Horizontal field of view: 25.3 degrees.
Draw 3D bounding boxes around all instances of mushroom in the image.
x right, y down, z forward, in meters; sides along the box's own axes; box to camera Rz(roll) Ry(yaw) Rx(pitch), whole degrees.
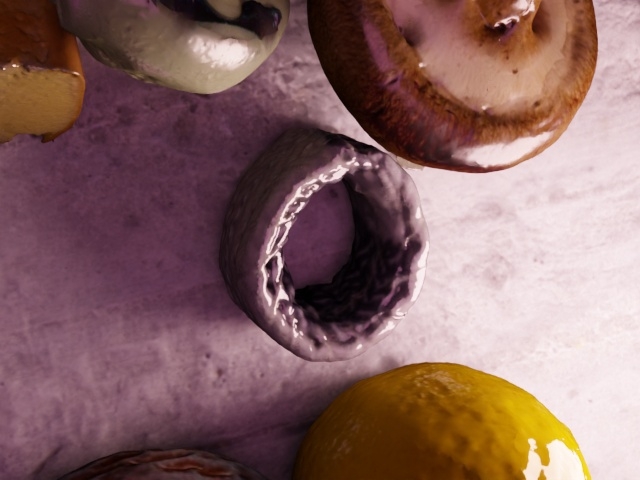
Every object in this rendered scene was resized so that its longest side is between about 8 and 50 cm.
[{"bbox_3d":[0.148,-0.234,1.560,0.345,0.239,0.345,0,86,2],"label":"mushroom"}]

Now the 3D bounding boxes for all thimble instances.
[{"bbox_3d":[0.000,0.000,1.592,0.217,0.157,0.245,8,99,-22],"label":"thimble"}]

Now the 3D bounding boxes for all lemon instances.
[{"bbox_3d":[0.146,0.308,1.604,0.364,0.364,0.364,-4,102,-18],"label":"lemon"}]

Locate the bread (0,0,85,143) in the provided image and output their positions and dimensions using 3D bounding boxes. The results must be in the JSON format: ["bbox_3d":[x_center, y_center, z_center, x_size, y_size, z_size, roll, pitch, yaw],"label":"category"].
[{"bbox_3d":[-0.325,-0.186,1.500,0.140,0.169,0.160,-1,142,-18],"label":"bread"}]

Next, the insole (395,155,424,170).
[{"bbox_3d":[0.131,-0.175,1.674,0.063,0.010,0.192,15,95,-21],"label":"insole"}]

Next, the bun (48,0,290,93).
[{"bbox_3d":[-0.182,-0.269,1.453,0.187,0.293,0.293,-29,114,31],"label":"bun"}]

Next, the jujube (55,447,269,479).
[{"bbox_3d":[-0.178,0.352,1.572,0.308,0.215,0.246,-18,107,-16],"label":"jujube"}]
